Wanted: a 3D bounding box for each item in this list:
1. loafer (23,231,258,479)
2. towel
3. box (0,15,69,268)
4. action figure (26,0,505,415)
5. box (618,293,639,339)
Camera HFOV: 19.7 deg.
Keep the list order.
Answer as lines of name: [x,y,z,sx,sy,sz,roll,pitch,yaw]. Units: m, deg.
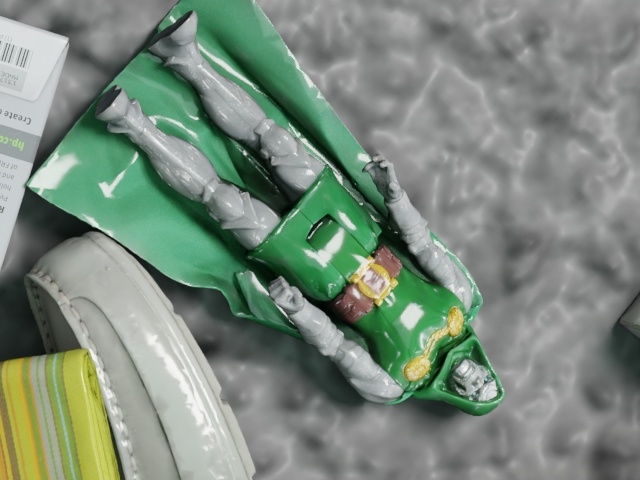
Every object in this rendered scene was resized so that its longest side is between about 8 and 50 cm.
loafer: [-0.075,0.155,0.807,0.111,0.112,0.319,-20,99,-17]
towel: [-0.195,0.110,0.778,0.237,0.021,0.102,-9,92,16]
box: [-0.205,-0.021,0.801,0.145,0.038,0.186,16,91,-12]
action figure: [0.000,0.000,0.835,0.232,0.063,0.137,43,78,-16]
box: [0.291,0.115,0.901,0.324,0.063,0.067,38,86,-12]
